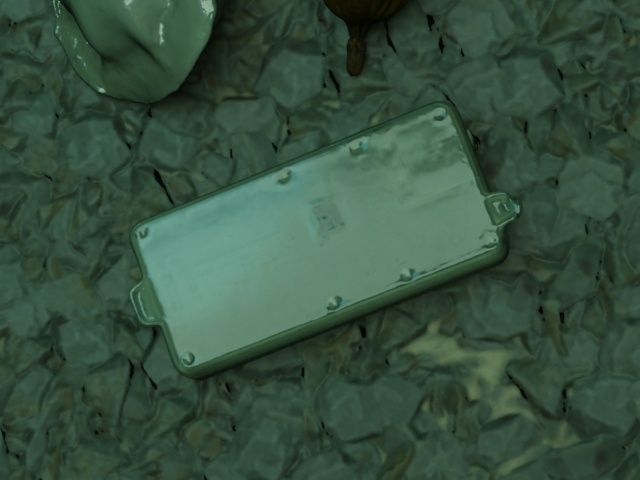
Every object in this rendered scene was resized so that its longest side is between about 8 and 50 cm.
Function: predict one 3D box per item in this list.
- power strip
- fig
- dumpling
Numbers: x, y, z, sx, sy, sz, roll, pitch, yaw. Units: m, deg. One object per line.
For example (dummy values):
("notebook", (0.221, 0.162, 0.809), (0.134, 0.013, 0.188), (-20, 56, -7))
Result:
("power strip", (0.000, 0.000, 1.108), (0.270, 0.046, 0.118), (-22, 78, 6))
("fig", (0.025, -0.206, 1.115), (0.119, 0.119, 0.153), (40, 133, 11))
("dumpling", (-0.136, -0.182, 1.134), (0.150, 0.092, 0.176), (-44, 84, 15))
